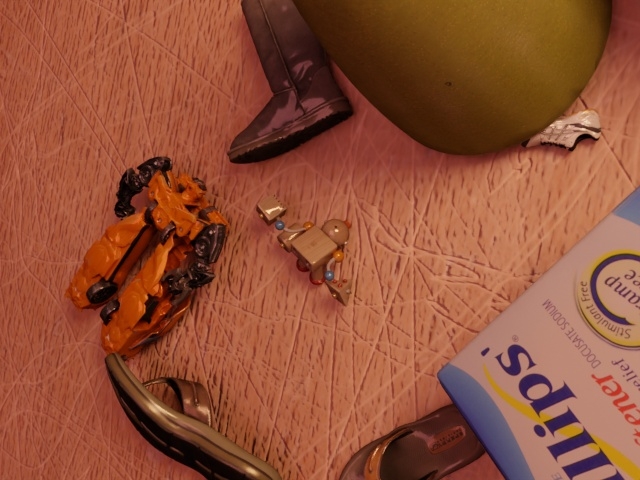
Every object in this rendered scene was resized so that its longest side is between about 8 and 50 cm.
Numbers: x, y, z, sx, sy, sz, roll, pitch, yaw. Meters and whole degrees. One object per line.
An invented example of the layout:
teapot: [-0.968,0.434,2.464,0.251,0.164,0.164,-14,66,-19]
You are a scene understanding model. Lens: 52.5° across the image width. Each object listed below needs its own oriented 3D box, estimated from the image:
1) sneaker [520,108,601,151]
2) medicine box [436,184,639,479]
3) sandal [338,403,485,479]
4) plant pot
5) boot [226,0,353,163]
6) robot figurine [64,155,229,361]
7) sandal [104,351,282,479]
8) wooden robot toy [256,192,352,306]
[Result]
sneaker: [0.253,-0.110,0.686,0.083,0.032,0.037,-17,80,28]
medicine box: [0.292,0.129,0.538,0.263,0.149,0.289,56,128,26]
sandal: [0.096,0.262,0.742,0.219,0.060,0.090,-37,72,22]
plant pot: [0.094,-0.241,0.609,0.274,0.293,0.275,-4,84,36]
boot: [-0.066,-0.223,0.840,0.189,0.076,0.209,-24,84,11]
robot figurine: [-0.242,0.025,0.921,0.291,0.085,0.211,-49,68,19]
sandal: [-0.169,0.246,0.876,0.302,0.086,0.120,30,142,14]
wooden robot toy: [0.000,0.000,0.816,0.079,0.076,0.173,-38,67,-15]
